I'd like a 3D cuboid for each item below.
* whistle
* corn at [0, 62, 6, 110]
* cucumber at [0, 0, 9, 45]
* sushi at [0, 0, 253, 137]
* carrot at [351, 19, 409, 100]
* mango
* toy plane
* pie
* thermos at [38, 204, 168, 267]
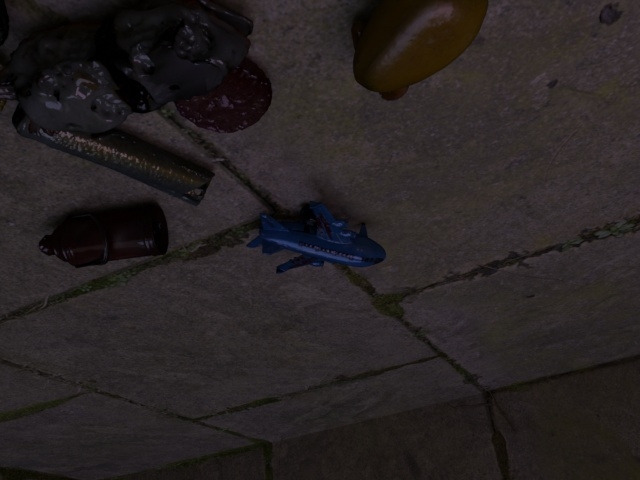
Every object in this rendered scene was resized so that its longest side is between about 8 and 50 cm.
[{"bbox_3d":[-0.312,-0.137,0.985,0.326,0.057,0.068,24,95,-41],"label":"whistle"},{"bbox_3d":[-0.528,-0.139,0.835,0.288,0.086,0.086,-44,142,1],"label":"corn"},{"bbox_3d":[-0.397,-0.323,0.655,0.081,0.072,0.304,-7,150,-3],"label":"cucumber"},{"bbox_3d":[-0.248,-0.222,0.790,0.331,0.130,0.124,-11,145,12],"label":"sushi"},{"bbox_3d":[0.077,-0.256,0.877,0.048,0.048,0.139,-21,143,23],"label":"carrot"},{"bbox_3d":[0.120,-0.268,0.792,0.195,0.098,0.137,-34,145,19],"label":"mango"},{"bbox_3d":[0.000,0.000,1.223,0.271,0.105,0.254,4,148,-18],"label":"toy plane"},{"bbox_3d":[-0.143,-0.216,0.909,0.154,0.036,0.154,-4,149,-3],"label":"pie"},{"bbox_3d":[-0.408,-0.005,1.161,0.231,0.099,0.124,-8,-173,5],"label":"thermos"}]
